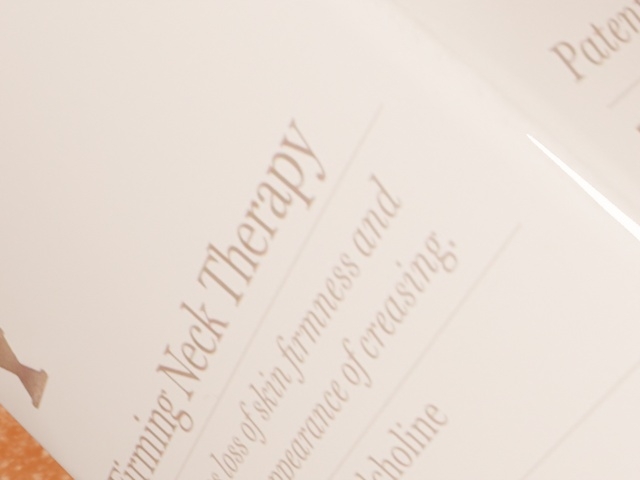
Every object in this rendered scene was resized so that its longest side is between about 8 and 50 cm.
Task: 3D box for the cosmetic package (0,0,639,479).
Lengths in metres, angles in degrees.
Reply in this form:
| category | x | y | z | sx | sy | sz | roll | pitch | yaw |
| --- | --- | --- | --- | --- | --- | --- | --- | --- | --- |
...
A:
| category | x | y | z | sx | sy | sz | roll | pitch | yaw |
| --- | --- | --- | --- | --- | --- | --- | --- | --- | --- |
| cosmetic package | 0.037 | -0.060 | 0.555 | 0.394 | 0.327 | 0.329 | 42 | 139 | 11 |
